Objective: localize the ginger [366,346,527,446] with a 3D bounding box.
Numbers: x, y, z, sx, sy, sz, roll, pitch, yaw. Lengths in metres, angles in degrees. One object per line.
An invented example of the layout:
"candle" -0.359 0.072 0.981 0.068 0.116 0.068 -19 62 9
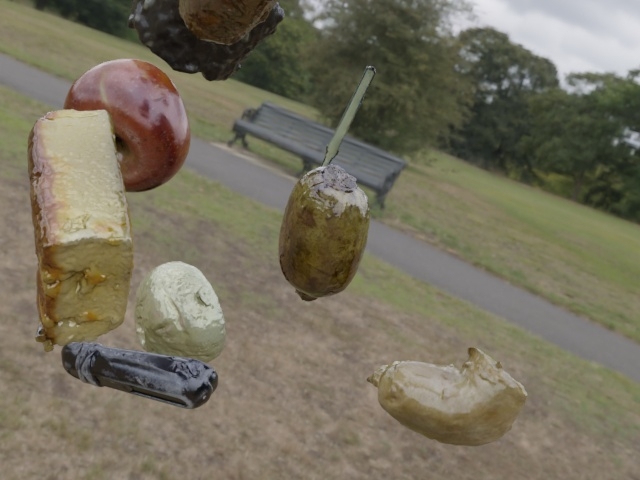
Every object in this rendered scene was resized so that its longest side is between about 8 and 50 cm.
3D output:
"ginger" 0.201 0.252 1.284 0.267 0.152 0.138 -8 -11 24

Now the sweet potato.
"sweet potato" -0.103 -0.263 0.849 0.092 0.114 0.341 35 0 -20

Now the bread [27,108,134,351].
"bread" -0.303 -0.025 0.988 0.114 0.185 0.275 1 42 -21

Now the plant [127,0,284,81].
"plant" -0.160 -0.434 1.309 0.213 0.312 0.215 7 41 -45

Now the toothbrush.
"toothbrush" 0.035 -0.198 1.516 0.026 0.294 0.028 22 29 -11

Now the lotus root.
"lotus root" 0.000 0.000 1.245 0.128 0.260 0.145 -9 48 -27

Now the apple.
"apple" -0.293 -0.179 1.232 0.201 0.201 0.162 19 34 -2

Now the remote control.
"remote control" -0.290 0.211 1.238 0.265 0.090 0.066 6 38 15

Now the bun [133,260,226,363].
"bun" -0.300 0.169 1.651 0.153 0.244 0.243 -28 39 -33
